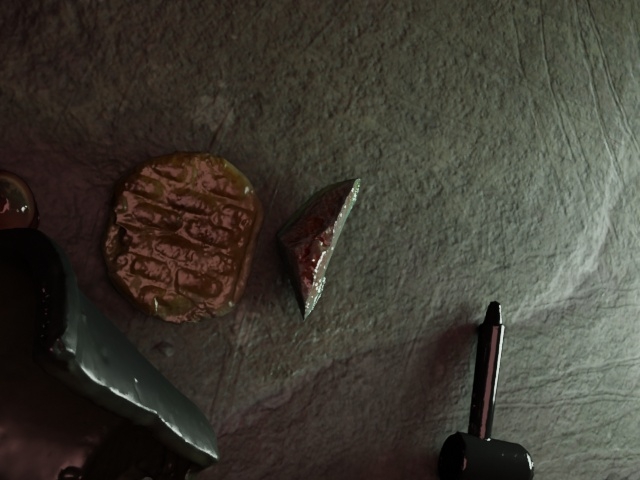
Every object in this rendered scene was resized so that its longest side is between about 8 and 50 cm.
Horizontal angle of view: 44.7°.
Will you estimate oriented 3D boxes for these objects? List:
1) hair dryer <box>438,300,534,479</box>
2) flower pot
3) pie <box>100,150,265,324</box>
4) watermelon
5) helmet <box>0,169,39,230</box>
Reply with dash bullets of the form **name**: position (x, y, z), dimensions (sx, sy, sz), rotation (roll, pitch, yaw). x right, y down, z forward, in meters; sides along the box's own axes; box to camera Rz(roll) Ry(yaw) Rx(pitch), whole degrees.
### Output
- **hair dryer**: position (0.226, 0.206, 1.023), dimensions (0.114, 0.070, 0.248), rotation (15, 75, -21)
- **flower pot**: position (-0.261, 0.205, 0.696), dimensions (0.251, 0.379, 0.379), rotation (34, 76, -41)
- **pie**: position (-0.153, -0.006, 0.863), dimensions (0.195, 0.046, 0.195), rotation (0, 90, -25)
- **watermelon**: position (-0.003, -0.001, 0.909), dimensions (0.081, 0.094, 0.180), rotation (26, 65, -18)
- **helmet**: position (-0.320, -0.033, 0.789), dimensions (0.065, 0.049, 0.084), rotation (-30, 101, -22)
